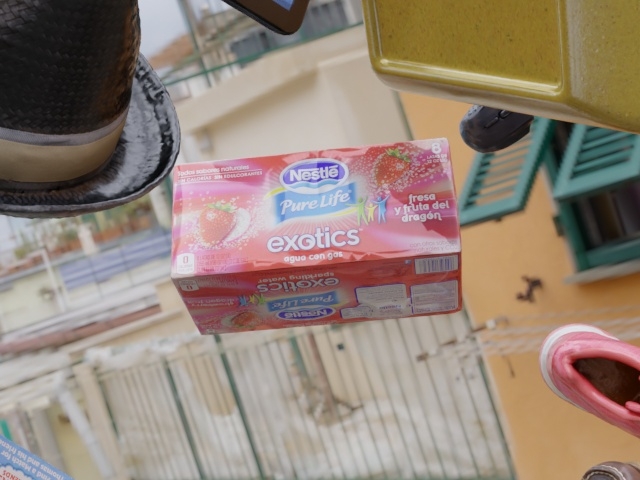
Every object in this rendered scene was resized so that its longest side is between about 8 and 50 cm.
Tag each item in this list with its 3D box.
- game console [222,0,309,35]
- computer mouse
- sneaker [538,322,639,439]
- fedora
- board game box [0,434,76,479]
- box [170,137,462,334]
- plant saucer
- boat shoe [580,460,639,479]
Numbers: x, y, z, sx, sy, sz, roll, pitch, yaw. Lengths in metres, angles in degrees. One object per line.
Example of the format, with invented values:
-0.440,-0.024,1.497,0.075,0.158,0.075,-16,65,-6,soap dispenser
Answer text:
-0.068,-0.411,1.206,0.173,0.293,0.250,13,-25,5,game console
0.253,-0.174,1.399,0.242,0.071,0.041,-39,-1,45,computer mouse
0.383,0.193,1.267,0.313,0.116,0.136,24,2,11,sneaker
-0.204,-0.170,0.683,0.334,0.334,0.153,-20,-31,-54,fedora
-0.258,0.134,0.698,0.160,0.211,0.039,-21,42,39,board game box
0.000,0.000,1.254,0.299,0.142,0.154,-6,-29,5,box
0.137,-0.255,1.009,0.081,0.333,0.332,-29,31,-35,plant saucer
0.165,0.232,0.677,0.073,0.207,0.073,8,-14,-25,boat shoe
